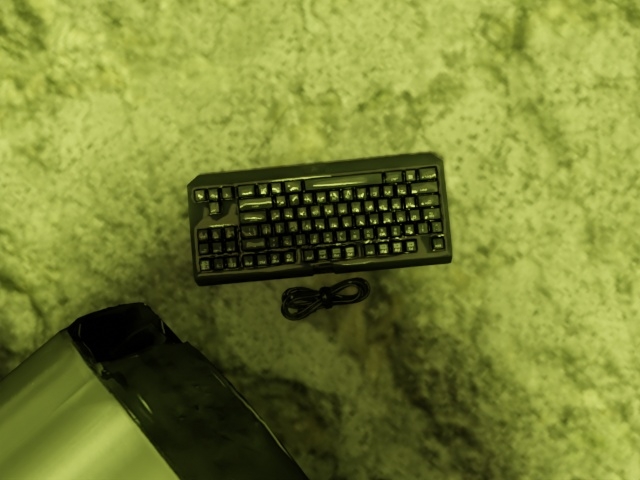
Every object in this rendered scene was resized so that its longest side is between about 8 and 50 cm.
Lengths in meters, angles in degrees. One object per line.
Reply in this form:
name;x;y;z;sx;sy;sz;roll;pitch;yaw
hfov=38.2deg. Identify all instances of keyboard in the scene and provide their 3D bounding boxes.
keyboard;0.000;0.000;0.644;0.180;0.023;0.108;-5;89;3

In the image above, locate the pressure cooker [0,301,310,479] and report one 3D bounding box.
pressure cooker;-0.137;0.285;0.447;0.420;0.375;0.370;-40;124;-14
